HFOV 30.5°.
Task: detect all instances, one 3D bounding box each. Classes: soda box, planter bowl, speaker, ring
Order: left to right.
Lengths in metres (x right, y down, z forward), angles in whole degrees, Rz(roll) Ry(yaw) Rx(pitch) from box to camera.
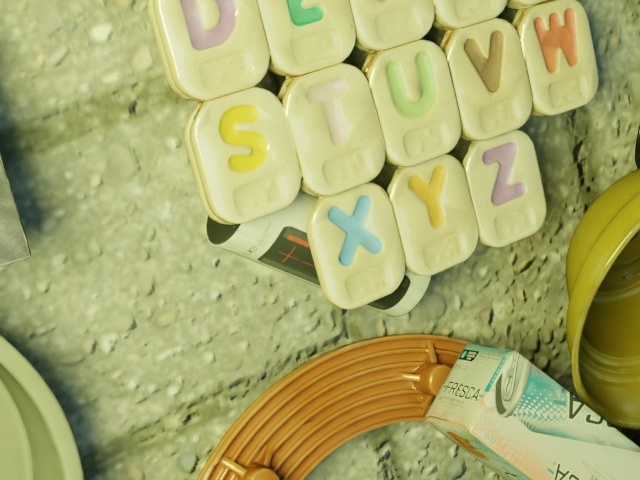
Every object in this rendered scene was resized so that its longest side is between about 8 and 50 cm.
[{"bbox_3d":[0.000,0.000,0.707,0.136,0.055,0.055,24,94,-30],"label":"speaker"},{"bbox_3d":[0.061,0.229,0.770,0.336,0.032,0.337,0,90,-26],"label":"ring"},{"bbox_3d":[0.159,0.142,0.767,0.183,0.058,0.063,37,75,-21],"label":"soda box"},{"bbox_3d":[0.234,0.015,0.793,0.217,0.090,0.217,-15,127,-21],"label":"planter bowl"}]

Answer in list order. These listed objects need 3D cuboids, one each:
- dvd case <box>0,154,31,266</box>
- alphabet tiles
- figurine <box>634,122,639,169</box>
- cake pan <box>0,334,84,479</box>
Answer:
[{"bbox_3d":[-0.248,-0.073,0.552,0.164,0.018,0.221,-18,96,-21],"label":"dvd case"},{"bbox_3d":[0.044,-0.113,0.680,0.284,0.021,0.278,-20,103,-27],"label":"alphabet tiles"},{"bbox_3d":[0.318,-0.150,0.793,0.214,0.092,0.209,-5,115,-13],"label":"figurine"},{"bbox_3d":[-0.274,0.152,0.617,0.293,0.054,0.293,-8,108,-24],"label":"cake pan"}]
